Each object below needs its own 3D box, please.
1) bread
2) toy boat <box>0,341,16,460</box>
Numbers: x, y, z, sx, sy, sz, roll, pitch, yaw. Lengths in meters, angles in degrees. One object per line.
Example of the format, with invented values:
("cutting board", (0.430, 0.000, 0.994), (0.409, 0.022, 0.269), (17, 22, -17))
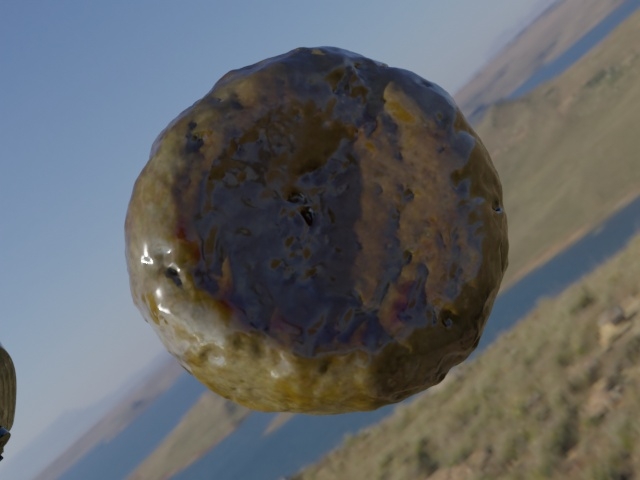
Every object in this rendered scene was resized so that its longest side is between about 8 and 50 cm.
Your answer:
("bread", (0.000, 0.000, 0.706), (0.230, 0.230, 0.123), (-42, -10, -19))
("toy boat", (-0.213, 0.087, 0.707), (0.055, 0.060, 0.141), (-43, -15, -33))
